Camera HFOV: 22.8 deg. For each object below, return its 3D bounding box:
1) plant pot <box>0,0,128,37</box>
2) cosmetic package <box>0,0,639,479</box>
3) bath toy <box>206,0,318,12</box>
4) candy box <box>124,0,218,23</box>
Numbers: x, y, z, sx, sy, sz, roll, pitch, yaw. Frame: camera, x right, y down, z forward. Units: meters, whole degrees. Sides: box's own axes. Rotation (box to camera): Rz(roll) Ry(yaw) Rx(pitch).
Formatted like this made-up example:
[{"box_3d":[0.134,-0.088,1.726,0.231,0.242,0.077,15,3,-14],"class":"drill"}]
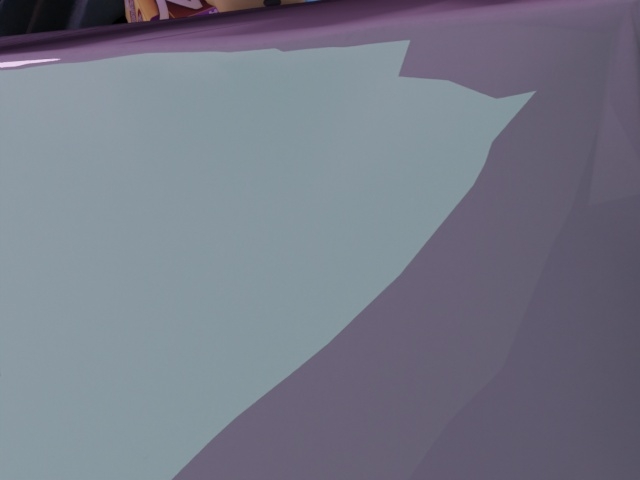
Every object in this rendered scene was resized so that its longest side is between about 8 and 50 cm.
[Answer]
[{"box_3d":[-0.242,-0.334,1.315,0.334,0.341,0.341,-128,30,-46],"class":"plant pot"},{"box_3d":[-0.028,0.003,0.501,0.385,0.217,0.156,-3,101,32],"class":"cosmetic package"},{"box_3d":[0.000,0.000,0.980,0.129,0.151,0.348,13,118,36],"class":"bath toy"},{"box_3d":[-0.077,-0.152,1.180,0.186,0.109,0.053,-119,23,-51],"class":"candy box"}]
